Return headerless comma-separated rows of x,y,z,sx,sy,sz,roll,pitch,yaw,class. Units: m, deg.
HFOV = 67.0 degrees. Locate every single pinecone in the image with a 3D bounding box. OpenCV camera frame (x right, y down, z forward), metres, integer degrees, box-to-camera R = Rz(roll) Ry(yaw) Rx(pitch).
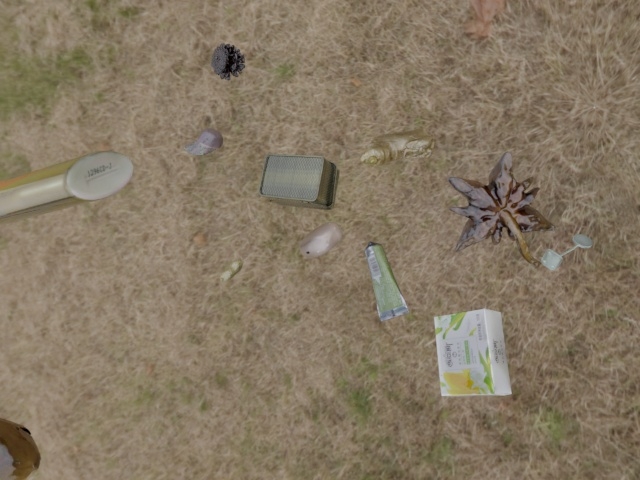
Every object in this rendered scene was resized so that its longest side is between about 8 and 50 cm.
-0.356,-0.693,1.882,0.140,0.120,0.141,18,114,47,pinecone

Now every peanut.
-0.259,0.089,1.401,0.037,0.083,0.037,39,153,24,peanut

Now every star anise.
0.516,-0.075,1.378,0.292,0.109,0.350,-1,111,18,star anise

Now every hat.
-0.250,-0.215,1.034,0.058,0.086,0.042,51,148,45,hat

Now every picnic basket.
-0.076,-0.207,1.707,0.266,0.139,0.166,8,84,27,picnic basket

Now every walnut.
-0.675,0.414,0.955,0.245,0.137,0.137,13,112,-4,walnut

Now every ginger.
0.189,-0.238,1.237,0.213,0.137,0.074,-19,114,-8,ginger

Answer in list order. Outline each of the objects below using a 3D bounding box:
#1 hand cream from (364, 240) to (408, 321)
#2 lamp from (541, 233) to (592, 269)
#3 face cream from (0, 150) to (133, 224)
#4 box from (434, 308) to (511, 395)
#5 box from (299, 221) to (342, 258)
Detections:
0.180,0.112,1.404,0.086,0.055,0.235,-24,67,19,hand cream
0.648,0.017,1.254,0.050,0.198,0.056,42,142,34,lamp
-0.437,-0.072,0.740,0.284,0.139,0.068,-10,107,22,face cream
0.482,0.363,1.547,0.194,0.111,0.261,-22,64,45,box
0.000,0.000,1.794,0.088,0.146,0.200,52,152,-8,box
